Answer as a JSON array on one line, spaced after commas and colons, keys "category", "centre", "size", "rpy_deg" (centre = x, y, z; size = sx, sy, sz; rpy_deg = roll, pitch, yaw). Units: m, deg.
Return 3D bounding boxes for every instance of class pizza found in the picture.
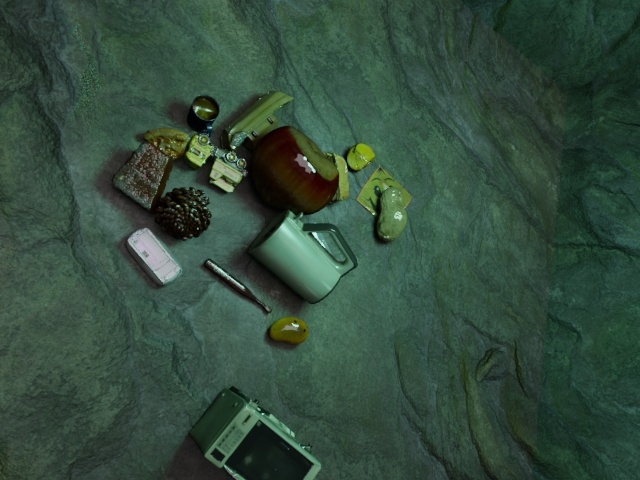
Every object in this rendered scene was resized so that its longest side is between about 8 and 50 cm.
[{"category": "pizza", "centre": [-0.640, -0.384, 1.714], "size": [0.182, 0.062, 0.161], "rpy_deg": [14, 108, -4]}]

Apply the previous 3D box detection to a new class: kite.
[{"category": "kite", "centre": [0.348, -0.253, 2.278], "size": [0.377, 0.013, 0.328], "rpy_deg": [-2, 81, -27]}]

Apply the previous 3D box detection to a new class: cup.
[{"category": "cup", "centre": [-0.511, -0.526, 1.791], "size": [0.113, 0.138, 0.150], "rpy_deg": [16, 73, -25]}]

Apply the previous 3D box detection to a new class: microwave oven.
[{"category": "microwave oven", "centre": [-0.239, 0.772, 1.567], "size": [0.394, 0.333, 0.247], "rpy_deg": [46, 66, -14]}]

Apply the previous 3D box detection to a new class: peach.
[{"category": "peach", "centre": [0.208, -0.440, 2.182], "size": [0.151, 0.118, 0.151], "rpy_deg": [0, 107, 1]}]

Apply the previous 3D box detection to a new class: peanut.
[{"category": "peanut", "centre": [0.383, -0.141, 2.178], "size": [0.143, 0.159, 0.291], "rpy_deg": [25, 67, -45]}]

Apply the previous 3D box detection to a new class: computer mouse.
[{"category": "computer mouse", "centre": [-0.653, 0.063, 1.642], "size": [0.126, 0.056, 0.245], "rpy_deg": [-42, 101, -28]}]

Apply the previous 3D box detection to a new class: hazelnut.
[{"category": "hazelnut", "centre": [-0.118, -0.302, 1.865], "size": [0.359, 0.359, 0.409], "rpy_deg": [-45, 105, -28]}]

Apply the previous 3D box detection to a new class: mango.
[{"category": "mango", "centre": [-0.136, 0.396, 1.843], "size": [0.178, 0.090, 0.115], "rpy_deg": [16, 80, -17]}]

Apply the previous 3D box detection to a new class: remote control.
[{"category": "remote control", "centre": [0.000, 0.000, 2.029], "size": [0.050, 0.027, 0.184], "rpy_deg": [-28, 93, -30]}]

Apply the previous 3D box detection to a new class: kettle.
[{"category": "kettle", "centre": [-0.061, 0.052, 1.819], "size": [0.377, 0.361, 0.250], "rpy_deg": [45, 21, -17]}]

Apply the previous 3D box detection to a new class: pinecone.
[{"category": "pinecone", "centre": [-0.537, -0.116, 1.668], "size": [0.221, 0.221, 0.222], "rpy_deg": [6, 77, -28]}]

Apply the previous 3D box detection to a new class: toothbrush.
[{"category": "toothbrush", "centre": [-0.348, 0.200, 1.793], "size": [0.364, 0.041, 0.041], "rpy_deg": [41, 64, -16]}]

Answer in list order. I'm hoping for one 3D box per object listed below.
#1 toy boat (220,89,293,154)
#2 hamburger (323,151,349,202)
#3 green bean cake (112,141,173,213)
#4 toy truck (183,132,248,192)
[{"category": "toy boat", "centre": [-0.285, -0.545, 1.926], "size": [0.162, 0.136, 0.445], "rpy_deg": [48, 61, -18]}, {"category": "hamburger", "centre": [0.075, -0.315, 2.090], "size": [0.131, 0.124, 0.262], "rpy_deg": [-1, 84, -47]}, {"category": "green bean cake", "centre": [-0.678, -0.252, 1.645], "size": [0.198, 0.097, 0.233], "rpy_deg": [35, 83, -14]}, {"category": "toy truck", "centre": [-0.456, -0.326, 1.794], "size": [0.272, 0.124, 0.157], "rpy_deg": [31, 75, -23]}]
